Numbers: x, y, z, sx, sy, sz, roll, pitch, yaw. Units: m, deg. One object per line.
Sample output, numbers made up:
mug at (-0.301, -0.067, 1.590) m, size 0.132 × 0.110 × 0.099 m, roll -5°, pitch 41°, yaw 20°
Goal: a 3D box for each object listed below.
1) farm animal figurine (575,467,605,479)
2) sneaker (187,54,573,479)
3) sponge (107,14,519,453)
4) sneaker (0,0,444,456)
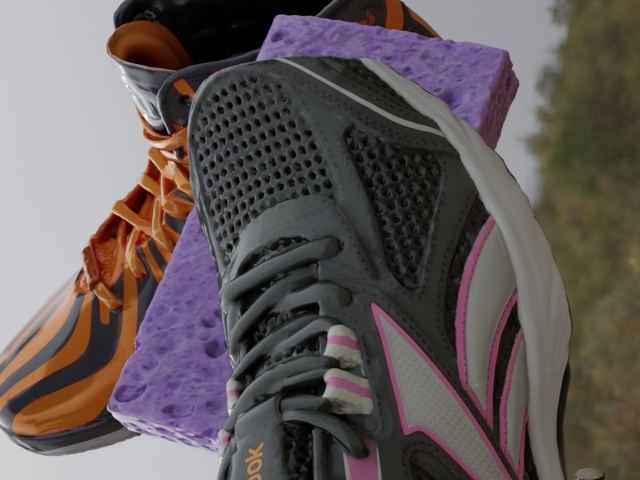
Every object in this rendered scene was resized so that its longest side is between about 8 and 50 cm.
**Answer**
farm animal figurine at (0.103, 0.260, 1.059) m, size 0.327 × 0.330 × 0.172 m, roll 6°, pitch 104°, yaw 58°
sneaker at (0.010, 0.040, 0.357) m, size 0.077 × 0.072 × 0.178 m, roll 2°, pitch -122°, yaw -51°
sponge at (0.000, 0.000, 0.801) m, size 0.031 × 0.117 × 0.210 m, roll 63°, pitch -136°, yaw -58°
sneaker at (-0.083, -0.030, 0.968) m, size 0.180 × 0.321 × 0.124 m, roll 45°, pitch -172°, yaw -43°
